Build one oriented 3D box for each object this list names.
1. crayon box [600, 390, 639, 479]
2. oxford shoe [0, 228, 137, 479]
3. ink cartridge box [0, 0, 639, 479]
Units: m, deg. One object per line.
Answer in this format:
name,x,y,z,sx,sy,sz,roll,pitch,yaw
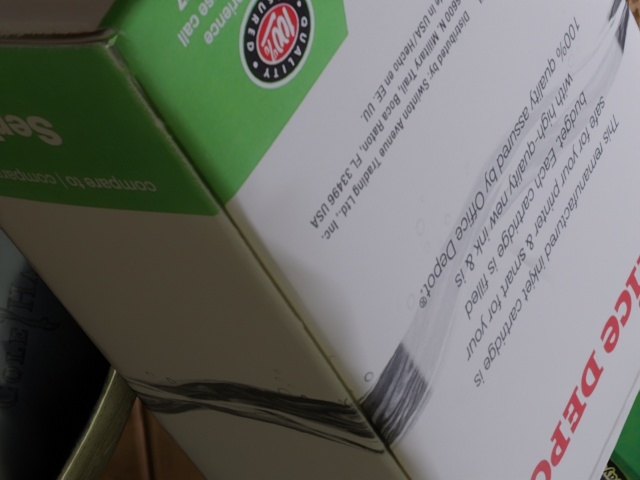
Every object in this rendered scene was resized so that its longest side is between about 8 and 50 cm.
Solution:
crayon box,0.165,0.135,0.803,0.081,0.278,0.165,-47,121,-9
oxford shoe,-0.093,-0.070,0.658,0.140,0.146,0.397,3,104,-8
ink cartridge box,0.010,-0.035,0.619,0.211,0.121,0.289,-58,134,-30
